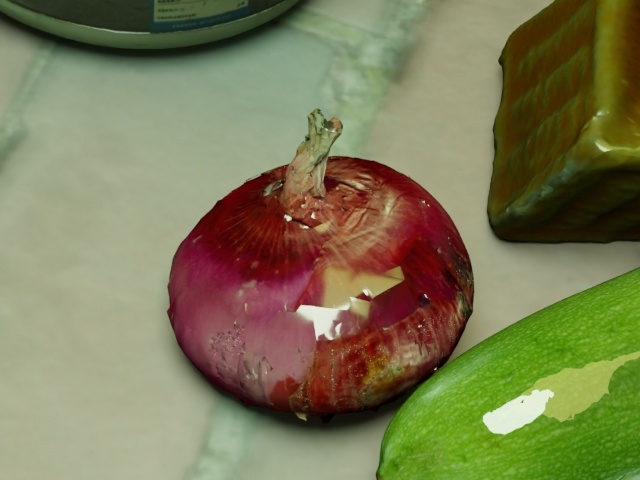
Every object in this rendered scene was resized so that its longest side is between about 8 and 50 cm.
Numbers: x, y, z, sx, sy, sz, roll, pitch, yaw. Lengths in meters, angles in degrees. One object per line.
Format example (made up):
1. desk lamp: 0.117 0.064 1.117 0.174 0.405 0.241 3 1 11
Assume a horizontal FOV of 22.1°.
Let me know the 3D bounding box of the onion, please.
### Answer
1. onion: 0.000 0.000 0.774 0.150 0.140 0.150 0 49 0

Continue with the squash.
1. squash: 0.206 0.047 0.802 0.395 0.107 0.107 -20 59 -25

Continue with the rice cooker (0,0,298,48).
1. rice cooker: -0.093 -0.271 0.876 0.288 0.277 0.288 6 54 -8

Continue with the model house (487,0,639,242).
1. model house: 0.200 -0.098 0.846 0.239 0.268 0.173 -32 85 -28
